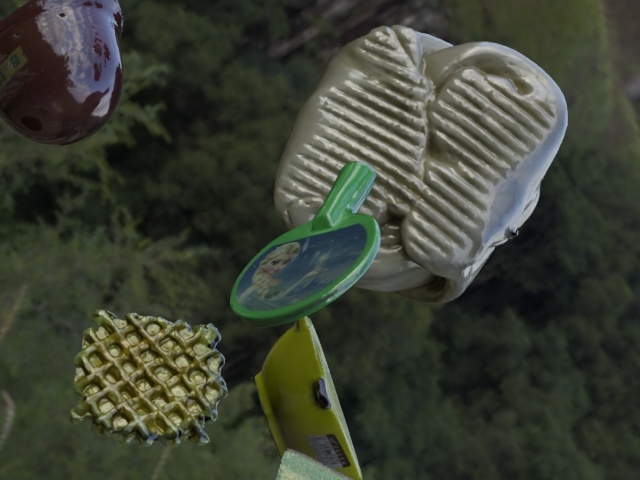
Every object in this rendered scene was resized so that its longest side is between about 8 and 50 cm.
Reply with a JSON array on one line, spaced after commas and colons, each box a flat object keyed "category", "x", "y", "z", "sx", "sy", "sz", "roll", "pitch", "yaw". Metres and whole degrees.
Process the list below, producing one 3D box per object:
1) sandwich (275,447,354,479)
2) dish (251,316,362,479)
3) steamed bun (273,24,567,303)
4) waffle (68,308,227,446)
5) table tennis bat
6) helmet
[{"category": "sandwich", "x": -0.008, "y": 0.303, "z": 1.644, "sx": 0.116, "sy": 0.074, "sz": 0.074, "roll": 28, "pitch": -32, "yaw": -1}, {"category": "dish", "x": -0.027, "y": 0.240, "z": 2.057, "sx": 0.262, "sy": 0.108, "sz": 0.221, "roll": 71, "pitch": 0, "yaw": -50}, {"category": "steamed bun", "x": 0.126, "y": -0.084, "z": 1.886, "sx": 0.342, "sy": 0.368, "sz": 0.255, "roll": 31, "pitch": -14, "yaw": 19}, {"category": "waffle", "x": -0.243, "y": 0.204, "z": 2.044, "sx": 0.054, "sy": 0.223, "sz": 0.204, "roll": 109, "pitch": -12, "yaw": -54}, {"category": "table tennis bat", "x": 0.000, "y": 0.000, "z": 1.416, "sx": 0.039, "sy": 0.160, "sz": 0.257, "roll": 61, "pitch": 35, "yaw": -24}, {"category": "helmet", "x": -0.249, "y": -0.158, "z": 1.401, "sx": 0.155, "sy": 0.175, "sz": 0.106, "roll": 13, "pitch": 38, "yaw": -55}]
